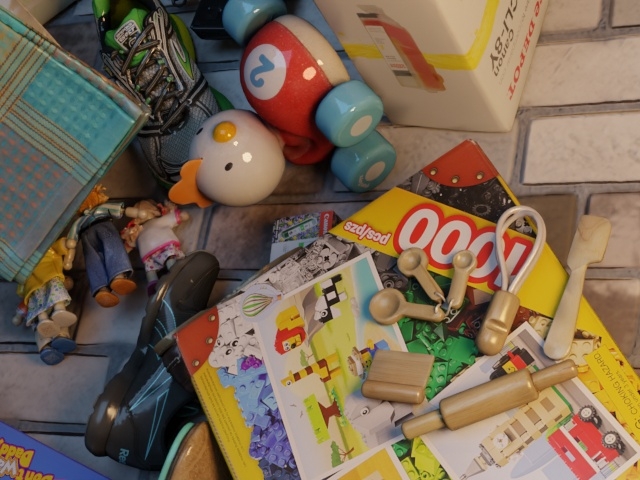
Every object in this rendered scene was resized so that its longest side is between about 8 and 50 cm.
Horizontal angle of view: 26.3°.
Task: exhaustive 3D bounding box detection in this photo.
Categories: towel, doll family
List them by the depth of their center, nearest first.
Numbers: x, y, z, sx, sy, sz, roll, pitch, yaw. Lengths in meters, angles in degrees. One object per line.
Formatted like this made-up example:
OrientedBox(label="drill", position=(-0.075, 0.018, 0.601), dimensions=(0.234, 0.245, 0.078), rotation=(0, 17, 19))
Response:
OrientedBox(label="towel", position=(-0.416, -0.146, 1.541), dimensions=(0.271, 0.370, 0.040), rotation=(-51, 12, 16))
OrientedBox(label="doll family", position=(-0.291, 0.016, 1.666), dimensions=(0.263, 0.118, 0.163), rotation=(-31, 54, 9))

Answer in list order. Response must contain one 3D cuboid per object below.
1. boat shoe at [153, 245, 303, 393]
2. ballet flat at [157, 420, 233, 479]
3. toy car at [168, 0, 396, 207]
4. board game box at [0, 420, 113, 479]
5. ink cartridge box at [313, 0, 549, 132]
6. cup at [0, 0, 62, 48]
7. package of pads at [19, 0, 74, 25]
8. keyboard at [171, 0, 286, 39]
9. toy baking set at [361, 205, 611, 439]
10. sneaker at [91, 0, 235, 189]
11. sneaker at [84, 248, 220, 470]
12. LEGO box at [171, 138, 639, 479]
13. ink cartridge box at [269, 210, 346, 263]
OrientedBox(label="boat shoe", position=(-0.083, 0.089, 1.518), dimensions=(0.207, 0.073, 0.073), rotation=(-37, 79, -15))
OrientedBox(label="ballet flat", position=(-0.133, 0.349, 1.366), dimensions=(0.124, 0.116, 0.342), rotation=(25, 102, 16))
OrientedBox(label="toy car", position=(-0.076, -0.122, 1.558), dimensions=(0.238, 0.210, 0.219), rotation=(-38, 64, -8))
OrientedBox(label="board game box", position=(-0.344, 0.344, 1.540), dimensions=(0.347, 0.078, 0.233), rotation=(20, 74, 34))
OrientedBox(label="ink cartridge box", position=(0.122, -0.330, 1.481), dimensions=(0.160, 0.385, 0.279), rotation=(9, 68, 27))
OrientedBox(label="cup", position=(-0.429, -0.174, 1.692), dimensions=(0.237, 0.331, 0.331), rotation=(-42, 53, -6))
OrientedBox(label="package of pads", position=(-0.398, -0.447, 1.986), dimensions=(0.296, 0.101, 0.229), rotation=(-34, 55, 6))
OrientedBox(label="keyboard", position=(-0.103, -0.397, 1.834), dimensions=(0.201, 0.033, 0.317), rotation=(5, 60, 25))
OrientedBox(label="toy baking set", position=(0.147, 0.066, 1.229), dimensions=(0.256, 0.030, 0.197), rotation=(-19, 56, 15))
OrientedBox(label="sneaker", position=(-0.213, -0.198, 1.726), dimensions=(0.134, 0.146, 0.343), rotation=(-35, 54, 7))
OrientedBox(label="sneaker", position=(-0.167, 0.139, 1.568), dimensions=(0.106, 0.101, 0.267), rotation=(21, 74, 12))
OrientedBox(label="LEGO box", position=(0.131, 0.212, 1.298), dimensions=(0.372, 0.193, 0.500), rotation=(-34, 54, 6))
OrientedBox(label="ink cartridge box", position=(0.000, 0.000, 1.581), dimensions=(0.115, 0.029, 0.063), rotation=(-8, 61, 24))
